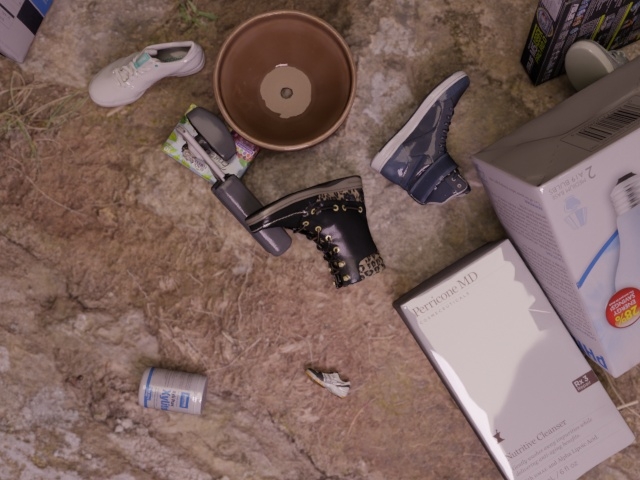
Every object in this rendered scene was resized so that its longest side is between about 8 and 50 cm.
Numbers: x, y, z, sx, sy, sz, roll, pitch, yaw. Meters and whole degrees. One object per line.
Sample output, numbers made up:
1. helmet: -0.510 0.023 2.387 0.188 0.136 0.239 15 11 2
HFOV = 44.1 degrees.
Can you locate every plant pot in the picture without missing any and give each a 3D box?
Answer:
1. plant pot: -0.060 -0.263 1.348 0.237 0.110 0.237 0 88 -2

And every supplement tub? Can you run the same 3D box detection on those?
1. supplement tub: -0.250 0.255 1.342 0.107 0.071 0.071 8 88 0

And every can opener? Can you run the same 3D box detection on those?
1. can opener: -0.140 -0.095 1.323 0.093 0.074 0.280 -39 106 -8

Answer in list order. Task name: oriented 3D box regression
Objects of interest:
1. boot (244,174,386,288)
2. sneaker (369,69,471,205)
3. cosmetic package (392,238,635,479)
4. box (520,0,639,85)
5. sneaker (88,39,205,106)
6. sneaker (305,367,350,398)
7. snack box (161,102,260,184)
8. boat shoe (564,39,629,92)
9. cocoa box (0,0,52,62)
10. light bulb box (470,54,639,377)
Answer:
1. boot: 0.002 -0.001 1.315 0.236 0.085 0.178 -20 92 -36
2. sneaker: 0.218 -0.164 1.354 0.163 0.086 0.226 41 97 11
3. cosmetic package: 0.311 0.210 1.315 0.217 0.156 0.385 -34 90 -1
4. box: 0.452 -0.375 1.283 0.216 0.270 0.060 -25 74 -2
5. sneaker: -0.305 -0.298 1.352 0.212 0.094 0.080 -24 90 -2
6. sneaker: 0.013 0.240 1.373 0.083 0.032 0.037 32 74 -5
7. snack box: -0.190 -0.158 1.376 0.141 0.037 0.100 33 89 -1
8. boat shoe: 0.488 -0.277 1.341 0.227 0.079 0.081 38 71 -38
9. cocoa box: -0.627 -0.488 1.283 0.347 0.231 0.227 25 86 -1
10. light bulb box: 0.491 -0.048 1.234 0.358 0.225 0.361 -31 113 -2
